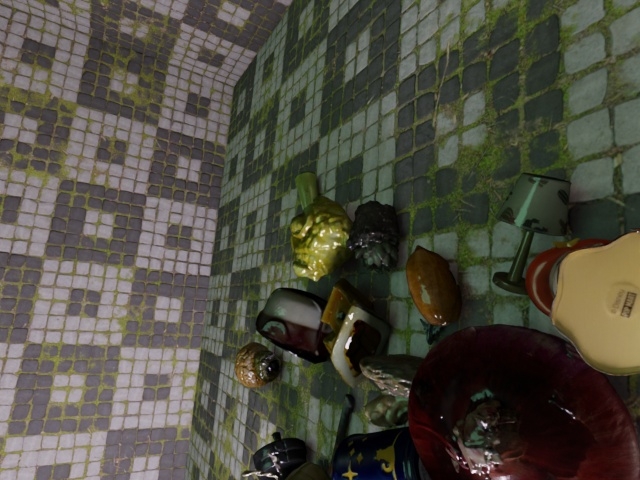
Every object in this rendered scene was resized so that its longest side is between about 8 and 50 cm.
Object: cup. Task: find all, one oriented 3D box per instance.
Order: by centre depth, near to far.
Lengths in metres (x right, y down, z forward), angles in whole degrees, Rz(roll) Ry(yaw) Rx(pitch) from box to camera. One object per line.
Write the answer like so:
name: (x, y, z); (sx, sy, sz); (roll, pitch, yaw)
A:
cup: (0.174, 0.544, 0.868); (0.256, 0.178, 0.255); (-41, 50, 47)

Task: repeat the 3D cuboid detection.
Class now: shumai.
shumai: (0.182, 0.345, 0.926); (0.209, 0.161, 0.153); (3, 81, 34)

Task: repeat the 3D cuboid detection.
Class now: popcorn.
popcorn: (0.000, 0.000, 1.309); (0.250, 0.234, 0.242); (-51, 11, 12)

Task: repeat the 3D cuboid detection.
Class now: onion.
onion: (0.284, 0.302, 0.635); (0.347, 0.285, 0.348); (-13, 70, 39)

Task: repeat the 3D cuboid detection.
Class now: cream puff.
cream puff: (-0.239, 0.508, 1.646); (0.168, 0.183, 0.184); (-17, 65, 45)

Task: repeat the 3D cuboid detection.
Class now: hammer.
hammer: (0.056, 0.604, 1.204); (0.111, 0.033, 0.288); (22, 100, 60)

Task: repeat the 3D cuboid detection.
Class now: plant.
plant: (0.151, -0.007, 1.133); (0.129, 0.132, 0.195); (-32, 49, 57)

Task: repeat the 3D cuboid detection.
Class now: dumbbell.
dumbbell: (-0.104, 0.802, 1.269); (0.185, 0.185, 0.388); (-60, 35, 31)

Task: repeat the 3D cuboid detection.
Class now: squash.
squash: (-0.046, -0.155, 1.599); (0.094, 0.094, 0.225); (-35, 57, 52)

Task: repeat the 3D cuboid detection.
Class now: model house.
model house: (0.065, 0.245, 1.159); (0.239, 0.173, 0.268); (47, 119, 55)

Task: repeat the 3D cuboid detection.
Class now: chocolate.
chocolate: (-0.065, 0.261, 1.333); (0.186, 0.283, 0.283); (-61, 29, -3)

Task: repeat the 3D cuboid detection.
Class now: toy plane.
toy plane: (0.266, 0.207, 0.957); (0.078, 0.031, 0.084); (-13, 69, 59)

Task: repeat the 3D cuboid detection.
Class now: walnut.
walnut: (0.257, 0.099, 0.926); (0.116, 0.115, 0.207); (-49, 46, 43)

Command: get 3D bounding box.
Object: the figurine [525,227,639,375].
figurine: (0.412, 0.075, 0.565); (0.208, 0.257, 0.181); (-27, 82, 25)

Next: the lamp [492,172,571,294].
lamp: (0.380, -0.012, 0.740); (0.121, 0.121, 0.215); (-137, 52, -57)

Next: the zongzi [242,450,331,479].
zongzi: (0.082, 0.706, 0.899); (0.466, 0.218, 0.501); (-26, 76, 42)
